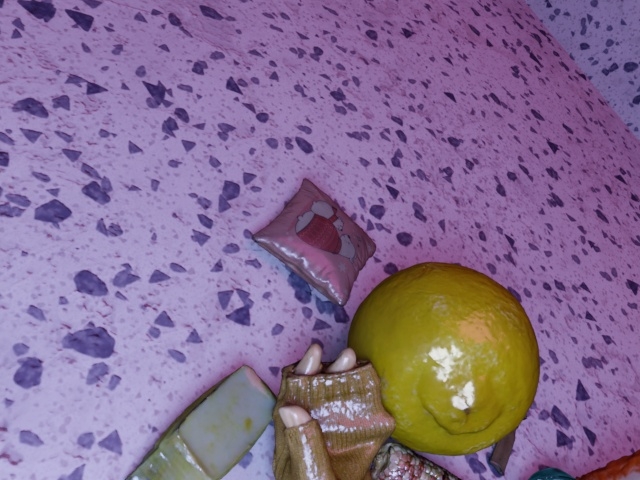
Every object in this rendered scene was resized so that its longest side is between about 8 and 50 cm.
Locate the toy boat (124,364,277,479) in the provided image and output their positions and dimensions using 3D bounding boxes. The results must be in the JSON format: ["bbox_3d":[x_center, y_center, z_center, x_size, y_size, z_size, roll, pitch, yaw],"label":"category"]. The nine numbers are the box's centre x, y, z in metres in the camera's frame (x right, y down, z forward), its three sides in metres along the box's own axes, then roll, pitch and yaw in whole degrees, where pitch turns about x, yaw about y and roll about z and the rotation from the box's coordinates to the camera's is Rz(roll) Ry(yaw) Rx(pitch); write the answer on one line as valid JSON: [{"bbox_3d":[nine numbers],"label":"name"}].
[{"bbox_3d":[-0.155,0.283,0.919,0.111,0.084,0.276,50,42,4],"label":"toy boat"}]

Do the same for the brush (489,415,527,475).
[{"bbox_3d":[0.400,0.376,1.291,0.043,0.036,0.248,40,43,3],"label":"brush"}]

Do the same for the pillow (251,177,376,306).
[{"bbox_3d":[0.000,0.000,1.253,0.223,0.084,0.236,38,41,-3],"label":"pillow"}]

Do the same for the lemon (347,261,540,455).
[{"bbox_3d":[0.206,0.196,1.078,0.348,0.348,0.348,20,48,-23],"label":"lemon"}]

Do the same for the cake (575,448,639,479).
[{"bbox_3d":[0.642,0.579,1.138,0.269,0.270,0.319,21,47,-23],"label":"cake"}]

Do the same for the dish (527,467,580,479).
[{"bbox_3d":[0.451,0.530,1.114,0.078,0.246,0.224,54,35,-46],"label":"dish"}]

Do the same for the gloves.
[{"bbox_3d":[0.013,0.331,0.924,0.203,0.155,0.356,1,81,-49],"label":"gloves"}]

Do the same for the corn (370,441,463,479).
[{"bbox_3d":[0.198,0.431,1.066,0.253,0.086,0.086,33,44,-15],"label":"corn"}]
